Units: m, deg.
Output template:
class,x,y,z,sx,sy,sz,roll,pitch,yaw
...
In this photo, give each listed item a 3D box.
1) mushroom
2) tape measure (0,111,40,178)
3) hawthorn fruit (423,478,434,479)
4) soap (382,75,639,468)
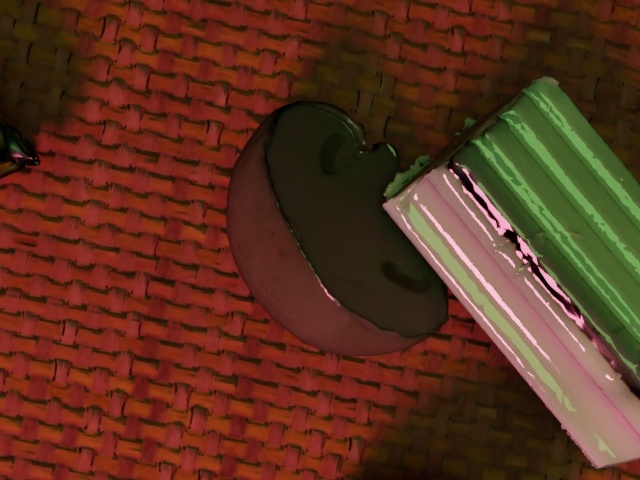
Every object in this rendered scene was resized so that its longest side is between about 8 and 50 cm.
class,x,y,z,sx,sy,sz,roll,pitch,yaw
mushroom,0.000,0.000,0.622,0.117,0.141,0.188,-28,87,32
tape measure,-0.323,-0.086,0.614,0.199,0.112,0.186,-33,98,-7
hawthorn fruit,0.079,0.243,0.607,0.194,0.157,0.157,-27,91,-12
soap,0.176,0.021,0.612,0.261,0.094,0.150,50,51,-1
